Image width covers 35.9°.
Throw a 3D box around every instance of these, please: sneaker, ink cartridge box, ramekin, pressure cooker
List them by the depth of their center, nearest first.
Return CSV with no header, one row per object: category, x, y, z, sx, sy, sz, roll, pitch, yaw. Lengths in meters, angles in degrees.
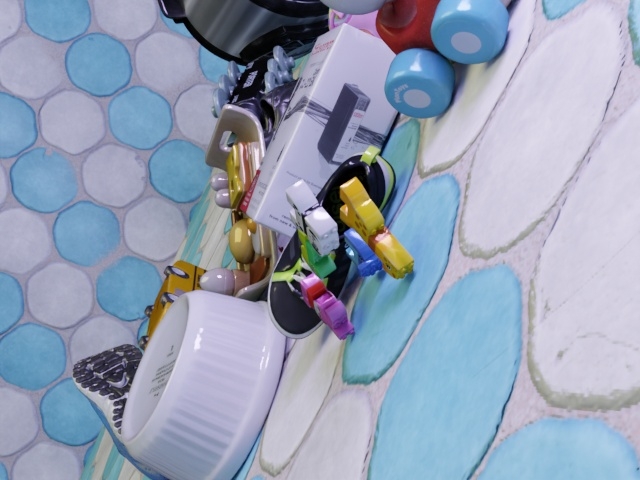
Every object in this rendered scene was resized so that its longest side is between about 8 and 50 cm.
sneaker,0.000,0.000,1.070,0.235,0.084,0.097,-64,-13,9
ink cartridge box,0.007,-0.135,1.299,0.273,0.114,0.197,-64,11,2
ramekin,-0.162,0.189,1.306,0.273,0.127,0.273,-53,21,31
sneaker,-0.029,-0.238,1.628,0.283,0.124,0.107,-69,13,-17
sneaker,-0.326,0.296,1.674,0.330,0.129,0.147,43,146,52
pressure cooker,-0.111,-0.563,2.039,0.375,0.370,0.420,-66,15,-19

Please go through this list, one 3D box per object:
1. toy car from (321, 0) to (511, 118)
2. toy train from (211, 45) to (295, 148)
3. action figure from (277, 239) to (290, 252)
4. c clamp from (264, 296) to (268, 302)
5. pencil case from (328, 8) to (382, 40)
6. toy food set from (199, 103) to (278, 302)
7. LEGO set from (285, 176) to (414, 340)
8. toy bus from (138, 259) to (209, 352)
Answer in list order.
toy car,0.073,-0.290,1.018,0.210,0.238,0.219,-46,23,58
toy train,-0.102,-0.229,1.804,0.142,0.190,0.334,-16,23,11
action figure,-0.043,0.008,1.448,0.038,0.030,0.115,-52,20,37
c clamp,-0.101,0.157,1.418,0.137,0.022,0.161,-56,16,39
pencil case,0.079,-0.391,1.481,0.124,0.124,0.284,-56,16,38
toy food set,-0.144,-0.031,1.548,0.220,0.092,0.306,126,139,-65
LEGO set,0.036,0.020,0.940,0.087,0.093,0.227,-34,-25,-13
toy bus,-0.257,0.138,1.870,0.108,0.130,0.333,-63,12,10
